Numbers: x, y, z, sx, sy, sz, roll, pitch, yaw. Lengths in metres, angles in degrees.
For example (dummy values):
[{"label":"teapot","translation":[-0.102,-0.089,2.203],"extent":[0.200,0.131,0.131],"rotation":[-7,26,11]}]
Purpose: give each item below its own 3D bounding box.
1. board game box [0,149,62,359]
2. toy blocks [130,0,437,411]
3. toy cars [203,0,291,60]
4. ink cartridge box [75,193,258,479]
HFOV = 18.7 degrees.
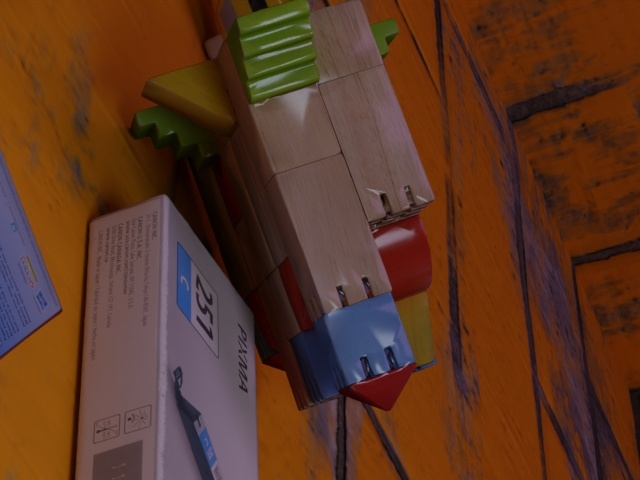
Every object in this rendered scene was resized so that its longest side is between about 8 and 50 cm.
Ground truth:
[{"label":"board game box","translation":[-0.223,-0.070,1.054],"extent":[0.145,0.027,0.281],"rotation":[-49,120,-75]},{"label":"toy blocks","translation":[0.000,0.000,1.383],"extent":[0.381,0.191,0.261],"rotation":[137,-67,-76]},{"label":"toy cars","translation":[-0.099,-0.247,1.612],"extent":[0.393,0.087,0.176],"rotation":[56,16,-37]},{"label":"ink cartridge box","translation":[-0.071,0.161,1.259],"extent":[0.296,0.066,0.261],"rotation":[-93,159,-45]}]
